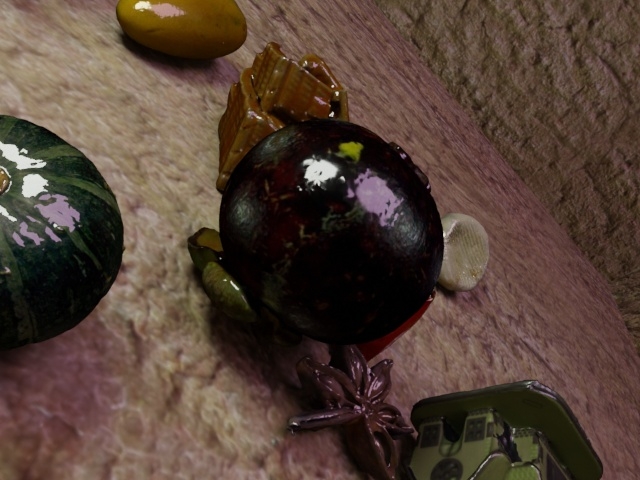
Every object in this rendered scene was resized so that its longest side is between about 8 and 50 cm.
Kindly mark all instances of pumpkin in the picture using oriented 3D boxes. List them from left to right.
[{"bbox_3d":[-0.248,-0.008,0.415,0.191,0.146,0.190,8,71,-25],"label":"pumpkin"}]

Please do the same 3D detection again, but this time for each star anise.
[{"bbox_3d":[0.044,0.205,0.675,0.208,0.063,0.171,38,44,-23],"label":"star anise"}]

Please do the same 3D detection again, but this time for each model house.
[{"bbox_3d":[-0.055,-0.171,0.827,0.219,0.199,0.229,44,25,8],"label":"model house"},{"bbox_3d":[0.212,0.347,0.640,0.204,0.218,0.278,52,36,-17],"label":"model house"}]

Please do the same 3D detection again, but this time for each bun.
[{"bbox_3d":[0.291,0.027,1.189,0.184,0.102,0.183,0,89,-36],"label":"bun"}]

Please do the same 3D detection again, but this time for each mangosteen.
[{"bbox_3d":[0.000,0.000,0.629,0.288,0.288,0.288,35,34,-29],"label":"mangosteen"}]

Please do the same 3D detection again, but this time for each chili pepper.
[{"bbox_3d":[0.094,0.112,0.752,0.065,0.169,0.088,37,32,-29],"label":"chili pepper"}]

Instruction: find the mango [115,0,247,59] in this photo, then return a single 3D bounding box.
[{"bbox_3d":[-0.223,-0.361,0.862,0.253,0.113,0.138,-28,86,-53],"label":"mango"}]
